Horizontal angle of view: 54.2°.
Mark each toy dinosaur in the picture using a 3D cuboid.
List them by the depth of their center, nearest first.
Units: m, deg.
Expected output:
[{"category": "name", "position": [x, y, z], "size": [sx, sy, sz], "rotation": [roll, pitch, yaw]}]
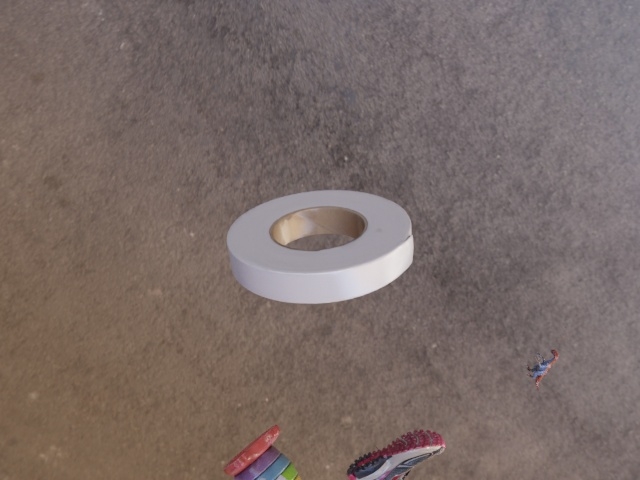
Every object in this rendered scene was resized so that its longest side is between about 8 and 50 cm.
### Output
[{"category": "toy dinosaur", "position": [0.505, 0.281, 1.408], "size": [0.082, 0.047, 0.090], "rotation": [-28, 107, 32]}]

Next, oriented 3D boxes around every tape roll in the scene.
[{"category": "tape roll", "position": [0.000, 0.000, 1.312], "size": [0.392, 0.392, 0.072], "rotation": [-6, 117, -3]}]

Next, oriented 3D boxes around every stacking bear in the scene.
[{"category": "stacking bear", "position": [-0.109, 0.667, 1.650], "size": [0.289, 0.175, 0.164], "rotation": [50, 138, 8]}]

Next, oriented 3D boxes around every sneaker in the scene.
[{"category": "sneaker", "position": [0.228, 0.646, 1.812], "size": [0.299, 0.121, 0.112], "rotation": [-30, 92, 13]}]

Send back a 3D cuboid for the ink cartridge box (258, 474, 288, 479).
[{"category": "ink cartridge box", "position": [-0.032, 0.314, 0.618], "size": [0.104, 0.180, 0.060], "rotation": [-43, 146, -30]}]
